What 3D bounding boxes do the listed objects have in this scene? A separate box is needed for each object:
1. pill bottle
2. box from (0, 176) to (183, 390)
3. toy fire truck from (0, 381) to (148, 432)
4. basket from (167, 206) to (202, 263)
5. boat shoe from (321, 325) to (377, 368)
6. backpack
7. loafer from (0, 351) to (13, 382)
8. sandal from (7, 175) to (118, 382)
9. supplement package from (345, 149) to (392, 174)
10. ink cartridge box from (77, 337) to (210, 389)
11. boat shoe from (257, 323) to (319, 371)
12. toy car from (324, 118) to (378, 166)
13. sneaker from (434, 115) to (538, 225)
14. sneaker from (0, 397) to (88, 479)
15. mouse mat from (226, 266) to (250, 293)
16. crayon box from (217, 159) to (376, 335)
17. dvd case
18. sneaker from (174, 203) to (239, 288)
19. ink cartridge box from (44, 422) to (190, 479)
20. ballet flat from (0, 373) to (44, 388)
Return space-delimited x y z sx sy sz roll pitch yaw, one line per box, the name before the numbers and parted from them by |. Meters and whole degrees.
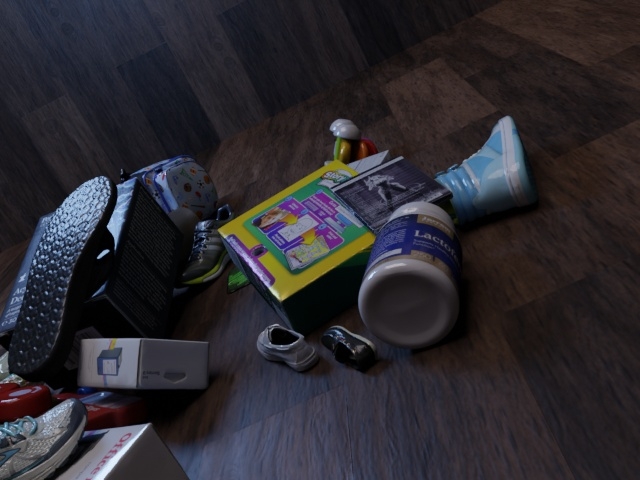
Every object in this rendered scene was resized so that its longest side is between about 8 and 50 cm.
pill bottle | 0.153 0.045 1.297 0.153 0.153 0.265 -21 21 20
box | -0.509 0.093 1.821 0.293 0.212 0.395 -20 39 16
toy fire truck | -0.493 0.336 1.477 0.254 0.169 0.302 -12 4 -43
basket | -0.438 0.014 2.208 0.204 0.154 0.227 -5 26 47
boat shoe | 0.037 0.172 1.288 0.042 0.049 0.133 -28 22 -26
backpack | -0.442 -0.141 2.462 0.213 0.276 0.263 -11 18 29
loafer | -0.717 0.275 2.000 0.092 0.102 0.268 -11 34 37
sandal | -0.496 0.076 1.592 0.167 0.107 0.446 -6 58 29
supplement package | 0.092 -0.124 1.892 0.179 0.105 0.105 -18 21 28
ink cartridge box | -0.327 0.228 1.476 0.154 0.093 0.212 10 -11 -44
boat shoe | -0.069 0.178 1.398 0.066 0.063 0.184 -33 20 -15
toy car | 0.090 -0.241 2.178 0.136 0.159 0.182 6 17 -9
sneaker | 0.312 -0.141 1.604 0.208 0.127 0.319 -20 20 18
sneaker | -0.461 0.304 1.119 0.283 0.122 0.110 -37 21 -23
mouse mat | -0.137 0.058 1.892 0.189 0.007 0.152 -27 19 4
crayon box | 0.000 0.000 1.602 0.313 0.106 0.363 -31 32 -12
dvd case | 0.130 -0.091 1.535 0.164 0.018 0.221 -26 31 -9
sneaker | -0.289 0.018 2.025 0.111 0.121 0.300 -15 23 35
ink cartridge box | -0.376 0.394 1.161 0.306 0.131 0.226 -17 22 33
ballet flat | -0.722 0.364 1.823 0.241 0.091 0.077 -24 49 25
